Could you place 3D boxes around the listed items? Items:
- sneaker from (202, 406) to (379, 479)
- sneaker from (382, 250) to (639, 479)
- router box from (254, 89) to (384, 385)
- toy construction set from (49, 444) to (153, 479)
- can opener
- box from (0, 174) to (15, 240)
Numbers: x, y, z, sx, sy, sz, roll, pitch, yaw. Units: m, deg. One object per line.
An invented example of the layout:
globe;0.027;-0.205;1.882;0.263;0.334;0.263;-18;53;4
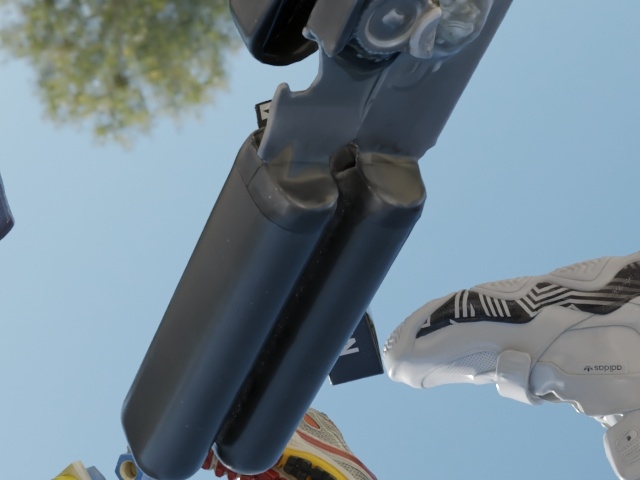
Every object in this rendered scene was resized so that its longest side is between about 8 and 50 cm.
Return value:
sneaker;-0.042;0.170;1.325;0.088;0.225;0.092;-49;172;22
sneaker;0.236;0.138;1.476;0.365;0.210;0.137;-15;161;21
router box;0.000;0.000;1.159;0.046;0.179;0.133;-15;-136;4
toy construction set;-0.177;0.355;1.338;0.215;0.328;0.151;-29;155;29
can opener;-0.010;-0.030;0.584;0.076;0.283;0.095;-1;-134;-33
box;-0.457;-0.132;1.430;0.143;0.381;0.191;-44;169;-18
